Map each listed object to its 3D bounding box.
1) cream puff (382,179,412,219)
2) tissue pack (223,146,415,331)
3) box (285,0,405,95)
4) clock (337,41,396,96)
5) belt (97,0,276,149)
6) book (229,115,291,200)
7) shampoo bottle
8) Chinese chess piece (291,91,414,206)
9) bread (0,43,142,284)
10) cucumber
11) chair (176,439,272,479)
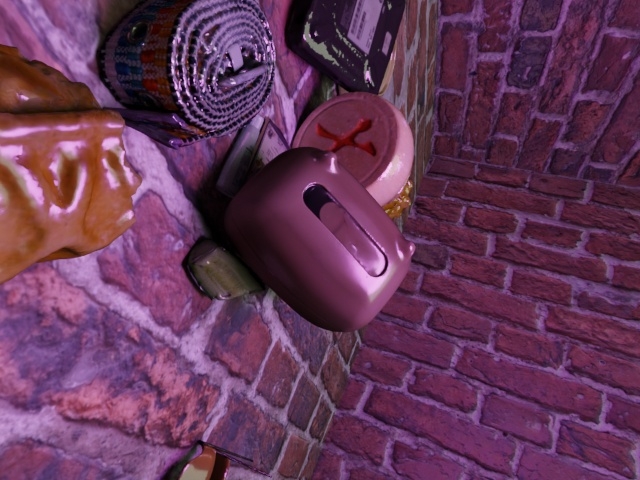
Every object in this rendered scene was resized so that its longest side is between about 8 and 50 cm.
[{"bbox_3d":[0.166,-0.166,1.371,0.378,0.275,0.378,-55,-177,4],"label":"cream puff"},{"bbox_3d":[0.000,0.000,0.886,0.267,0.387,0.277,-47,-170,-27],"label":"tissue pack"},{"bbox_3d":[0.085,-0.588,1.090,0.350,0.091,0.359,17,89,-47],"label":"box"},{"bbox_3d":[0.166,-0.607,1.395,0.286,0.117,0.348,73,37,-55],"label":"clock"},{"bbox_3d":[-0.184,-0.277,0.660,0.295,0.160,0.207,-48,146,-51],"label":"belt"},{"bbox_3d":[-0.139,-0.167,1.039,0.157,0.026,0.231,51,56,-64],"label":"book"},{"bbox_3d":[-0.173,-0.190,0.914,0.069,0.041,0.190,41,65,-62],"label":"shampoo bottle"},{"bbox_3d":[0.082,-0.228,1.122,0.140,0.338,0.338,33,72,-58],"label":"Chinese chess piece"},{"bbox_3d":[-0.332,-0.068,0.376,0.196,0.238,0.252,-46,-177,31],"label":"bread"},{"bbox_3d":[-0.215,0.067,0.927,0.086,0.115,0.193,66,3,34],"label":"cucumber"},{"bbox_3d":[-0.273,0.617,1.053,0.247,0.172,0.158,35,64,-22],"label":"chair"}]
